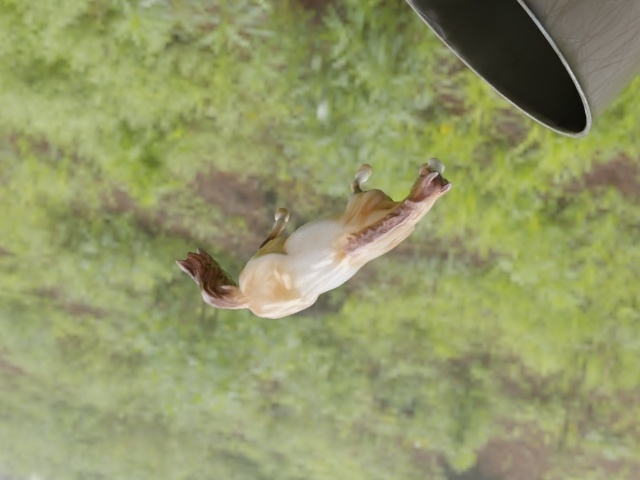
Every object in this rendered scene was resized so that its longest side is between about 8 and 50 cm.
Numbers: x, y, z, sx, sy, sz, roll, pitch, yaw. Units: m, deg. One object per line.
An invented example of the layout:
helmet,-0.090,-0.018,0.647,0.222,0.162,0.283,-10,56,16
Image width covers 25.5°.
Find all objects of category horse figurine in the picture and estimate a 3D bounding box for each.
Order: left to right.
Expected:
horse figurine,0.000,0.000,1.174,0.263,0.066,0.174,-27,-163,14

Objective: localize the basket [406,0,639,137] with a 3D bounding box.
basket,0.152,-0.191,0.704,0.204,0.227,0.154,47,175,43
